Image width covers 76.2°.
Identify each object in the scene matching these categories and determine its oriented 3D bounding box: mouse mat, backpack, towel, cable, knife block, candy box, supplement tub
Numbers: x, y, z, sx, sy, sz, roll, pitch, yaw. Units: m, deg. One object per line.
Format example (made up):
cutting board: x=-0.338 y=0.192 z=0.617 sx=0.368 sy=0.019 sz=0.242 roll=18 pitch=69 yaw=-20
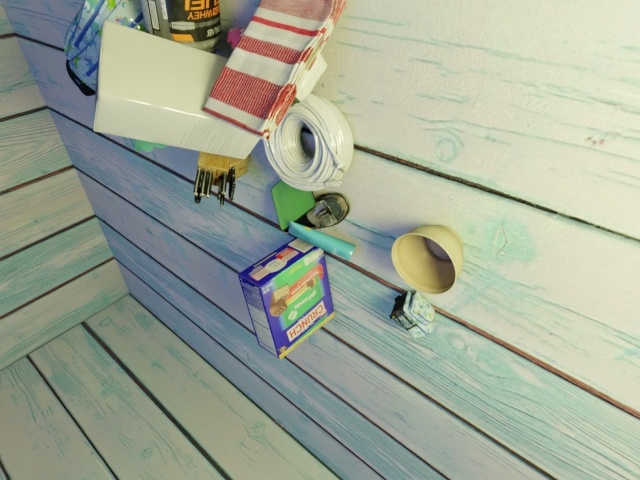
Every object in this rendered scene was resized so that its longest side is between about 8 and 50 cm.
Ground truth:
mouse mat: x=-0.084 y=-0.130 z=1.212 sx=0.190 sy=0.007 sz=0.152 roll=-33 pitch=66 yaw=47
backpack: x=0.258 y=0.203 z=1.103 sx=0.084 sy=0.105 sz=0.114 roll=-36 pitch=100 yaw=34
backpack: x=-0.604 y=-0.620 z=1.232 sx=0.356 sy=0.290 sz=0.273 roll=8 pitch=143 yaw=37
towel: x=-0.114 y=-0.394 z=0.879 sx=0.237 sy=0.328 sz=0.037 roll=31 pitch=-177 yaw=34
cable: x=-0.037 y=-0.253 z=1.050 sx=0.257 sy=0.089 sz=0.256 roll=-3 pitch=110 yaw=44
knife block: x=-0.358 y=-0.238 z=1.301 sx=0.276 sy=0.242 sz=0.088 roll=44 pitch=142 yaw=13
candy box: x=-0.099 y=0.186 z=1.343 sx=0.122 sy=0.268 sz=0.317 roll=24 pitch=136 yaw=39
supplement tub: x=-0.353 y=-0.617 z=1.026 sx=0.194 sy=0.194 sz=0.315 roll=34 pitch=140 yaw=25

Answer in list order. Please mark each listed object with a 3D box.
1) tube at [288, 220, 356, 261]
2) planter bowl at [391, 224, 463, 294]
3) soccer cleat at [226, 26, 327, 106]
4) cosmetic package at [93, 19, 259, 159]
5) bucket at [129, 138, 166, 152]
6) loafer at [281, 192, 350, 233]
tube: x=0.000 y=0.000 z=1.204 sx=0.207 sy=0.052 sz=0.080 roll=23 pitch=149 yaw=5
planter bowl: x=0.263 y=0.030 z=0.949 sx=0.162 sy=0.109 sz=0.162 roll=28 pitch=136 yaw=31
soccer cleat: x=-0.103 y=-0.448 z=0.980 sx=0.331 sy=0.143 sz=0.116 roll=50 pitch=-169 yaw=31
cosmetic package: x=-0.348 y=-0.361 z=1.029 sx=0.156 sy=0.385 sz=0.217 roll=-36 pitch=54 yaw=53
bucket: x=-0.516 y=-0.429 z=1.304 sx=0.281 sy=0.281 sz=0.183 roll=-22 pitch=100 yaw=53
loafer: x=-0.020 y=-0.065 z=1.204 sx=0.268 sy=0.084 sz=0.096 roll=-18 pitch=105 yaw=53
